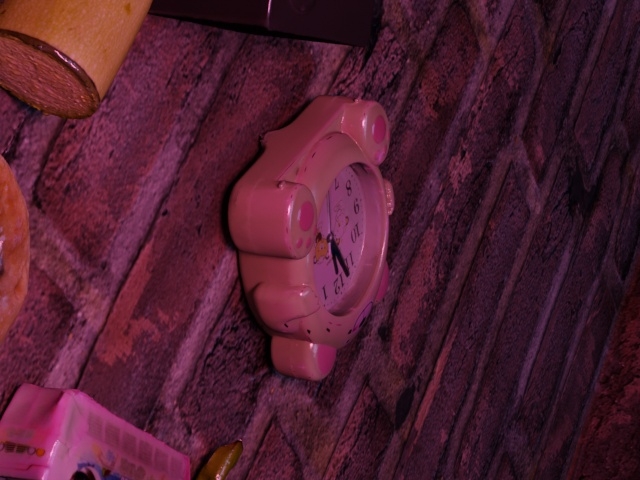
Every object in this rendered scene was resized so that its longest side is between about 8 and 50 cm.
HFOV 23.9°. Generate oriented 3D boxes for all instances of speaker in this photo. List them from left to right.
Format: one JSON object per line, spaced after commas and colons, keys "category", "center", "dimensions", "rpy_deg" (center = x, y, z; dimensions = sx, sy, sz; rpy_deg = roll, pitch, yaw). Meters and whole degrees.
{"category": "speaker", "center": [-0.050, -0.350, 1.642], "dimensions": [0.232, 0.184, 0.253], "rpy_deg": [-2, 100, -62]}

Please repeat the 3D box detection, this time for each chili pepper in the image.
{"category": "chili pepper", "center": [-0.141, 0.327, 1.796], "dimensions": [0.052, 0.050, 0.201], "rpy_deg": [153, -44, -76]}

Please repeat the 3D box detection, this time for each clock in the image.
{"category": "clock", "center": [0.000, 0.000, 1.905], "dimensions": [0.284, 0.114, 0.309], "rpy_deg": [-53, 142, -45]}

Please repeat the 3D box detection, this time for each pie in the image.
{"category": "pie", "center": [-0.325, 0.006, 1.363], "dimensions": [0.218, 0.052, 0.185], "rpy_deg": [57, 43, -54]}

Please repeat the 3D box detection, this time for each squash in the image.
{"category": "squash", "center": [-0.216, -0.247, 1.412], "dimensions": [0.247, 0.133, 0.132], "rpy_deg": [-67, 149, -24]}

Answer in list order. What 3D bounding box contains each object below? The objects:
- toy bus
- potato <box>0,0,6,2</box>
{"category": "toy bus", "center": [-0.233, 0.238, 1.556], "dimensions": [0.274, 0.090, 0.112], "rpy_deg": [45, 51, -56]}
{"category": "potato", "center": [-0.283, -0.325, 1.282], "dimensions": [0.149, 0.113, 0.251], "rpy_deg": [12, 88, -59]}
